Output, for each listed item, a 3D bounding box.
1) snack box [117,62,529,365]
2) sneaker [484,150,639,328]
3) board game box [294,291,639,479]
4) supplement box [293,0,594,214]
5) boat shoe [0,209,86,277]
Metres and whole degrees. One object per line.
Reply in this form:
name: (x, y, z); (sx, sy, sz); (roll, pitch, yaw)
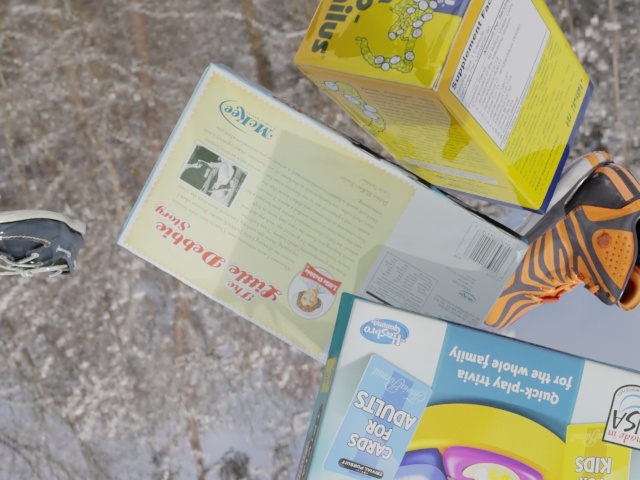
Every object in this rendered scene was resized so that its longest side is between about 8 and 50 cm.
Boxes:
snack box: (0.000, 0.000, 0.881); (0.322, 0.187, 0.060); (30, -169, 2)
sneaker: (0.337, 0.050, 1.324); (0.124, 0.321, 0.180); (-10, -128, -37)
board game box: (0.099, 0.235, 0.751); (0.253, 0.336, 0.079); (15, 179, -5)
supplement box: (0.164, -0.199, 1.181); (0.195, 0.356, 0.194); (17, -101, 36)
boat shoe: (-0.353, 0.006, 1.195); (0.095, 0.079, 0.254); (2, 177, 0)
